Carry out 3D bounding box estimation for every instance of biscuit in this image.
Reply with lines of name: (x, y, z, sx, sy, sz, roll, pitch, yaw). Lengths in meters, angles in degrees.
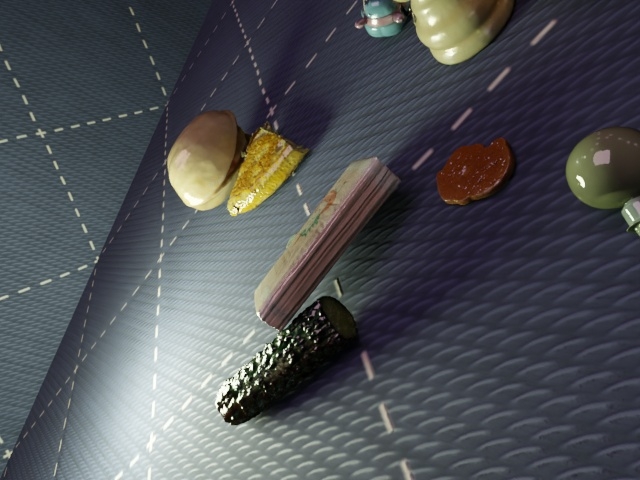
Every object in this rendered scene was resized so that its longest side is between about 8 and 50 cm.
biscuit: (0.233, -0.103, 0.722, 0.131, 0.019, 0.102, -12, 58, 49)

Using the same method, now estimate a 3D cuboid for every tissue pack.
tissue pack: (0.000, 0.000, 0.847, 0.325, 0.071, 0.170, -52, 13, 1)

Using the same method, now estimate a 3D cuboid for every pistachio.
pistachio: (-0.324, -0.231, 1.398, 0.230, 0.230, 0.308, -2, 54, 53)

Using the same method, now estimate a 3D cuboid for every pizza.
pizza: (-0.138, -0.228, 1.276, 0.280, 0.075, 0.287, -33, 41, 31)

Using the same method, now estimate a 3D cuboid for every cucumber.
cucumber: (-0.086, 0.233, 0.850, 0.359, 0.096, 0.096, -43, 38, 25)

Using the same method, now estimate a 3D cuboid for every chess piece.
chess piece: (0.173, -0.454, 0.800, 0.167, 0.300, 0.166, -35, 40, 36)

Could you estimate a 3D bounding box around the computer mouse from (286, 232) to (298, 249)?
computer mouse: (-0.024, 0.020, 0.975, 0.110, 0.032, 0.055, 19, 83, 46)

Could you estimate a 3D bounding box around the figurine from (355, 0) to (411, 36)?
figurine: (0.179, -0.576, 1.084, 0.206, 0.102, 0.259, 6, 65, 17)

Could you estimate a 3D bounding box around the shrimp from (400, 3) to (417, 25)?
shrimp: (0.196, -0.515, 0.916, 0.046, 0.219, 0.152, 20, 77, 15)

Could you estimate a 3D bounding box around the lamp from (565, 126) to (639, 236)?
lamp: (0.330, -0.043, 0.501, 0.091, 0.091, 0.163, -36, 56, 35)
